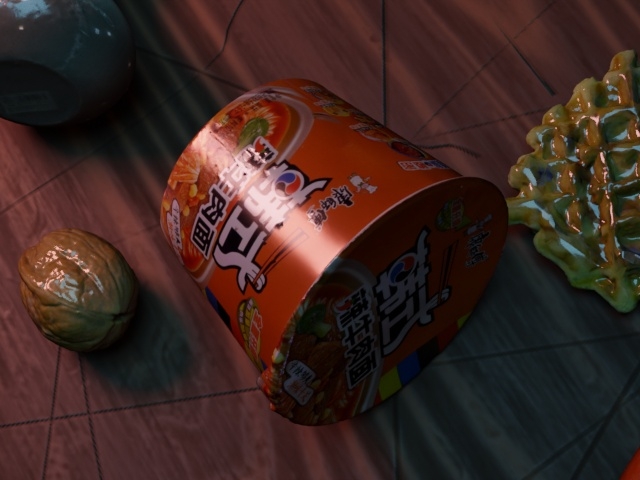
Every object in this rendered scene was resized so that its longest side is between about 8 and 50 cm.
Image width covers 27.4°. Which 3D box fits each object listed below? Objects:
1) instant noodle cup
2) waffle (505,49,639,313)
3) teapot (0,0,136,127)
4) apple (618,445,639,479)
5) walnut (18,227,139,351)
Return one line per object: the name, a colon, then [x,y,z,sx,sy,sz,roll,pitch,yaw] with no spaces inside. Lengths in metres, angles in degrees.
instant noodle cup: [0.000,0.000,1.081,0.250,0.250,0.192,-43,59,-7]
waffle: [0.276,-0.056,1.140,0.204,0.054,0.223,38,81,21]
teapot: [-0.255,-0.239,1.258,0.183,0.183,0.251,0,57,11]
apple: [0.354,0.240,0.891,0.348,0.277,0.349,-3,69,9]
walnut: [-0.219,0.043,1.172,0.124,0.105,0.105,33,78,25]
